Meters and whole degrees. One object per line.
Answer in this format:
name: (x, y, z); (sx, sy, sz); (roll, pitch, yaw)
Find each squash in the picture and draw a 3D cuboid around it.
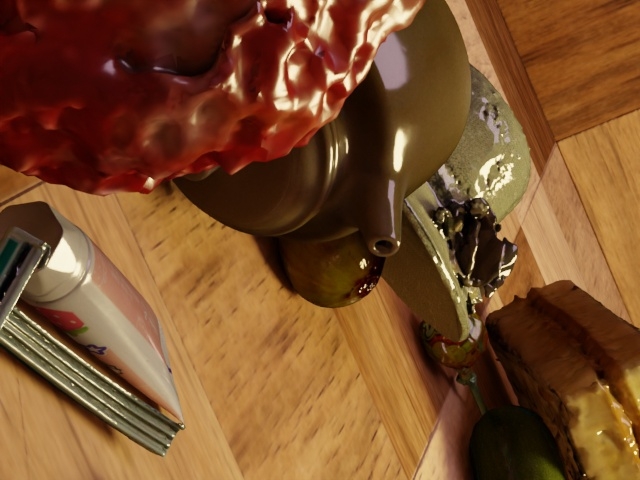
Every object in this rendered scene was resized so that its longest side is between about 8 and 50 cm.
squash: (0.169, 0.250, 1.548); (0.087, 0.087, 0.331); (59, 19, -32)

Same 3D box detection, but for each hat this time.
hat: (0.077, -0.064, 1.388); (0.257, 0.130, 0.257); (53, -7, 10)

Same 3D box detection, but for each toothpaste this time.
toothpaste: (-0.109, 0.035, 0.954); (0.194, 0.043, 0.067); (54, 17, -61)

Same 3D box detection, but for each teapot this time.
teapot: (-0.035, -0.092, 1.165); (0.268, 0.185, 0.175); (41, 42, 14)

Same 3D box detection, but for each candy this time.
candy: (0.136, 0.126, 1.695); (0.201, 0.060, 0.060); (66, 12, -46)

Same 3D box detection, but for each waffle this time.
waffle: (0.265, 0.195, 1.755); (0.376, 0.114, 0.261); (-124, -166, -79)

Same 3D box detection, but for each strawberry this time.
strawberry: (-0.068, -0.147, 0.855); (0.310, 0.292, 0.291); (43, 29, -55)

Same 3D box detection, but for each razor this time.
razor: (-0.117, 0.059, 0.885); (0.068, 0.037, 0.191); (-62, 151, -13)

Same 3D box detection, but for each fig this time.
fig: (0.000, 0.000, 1.342); (0.098, 0.082, 0.084); (40, 30, 13)
